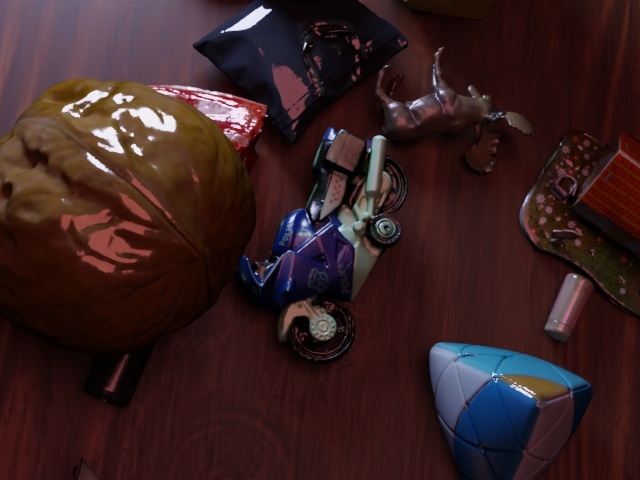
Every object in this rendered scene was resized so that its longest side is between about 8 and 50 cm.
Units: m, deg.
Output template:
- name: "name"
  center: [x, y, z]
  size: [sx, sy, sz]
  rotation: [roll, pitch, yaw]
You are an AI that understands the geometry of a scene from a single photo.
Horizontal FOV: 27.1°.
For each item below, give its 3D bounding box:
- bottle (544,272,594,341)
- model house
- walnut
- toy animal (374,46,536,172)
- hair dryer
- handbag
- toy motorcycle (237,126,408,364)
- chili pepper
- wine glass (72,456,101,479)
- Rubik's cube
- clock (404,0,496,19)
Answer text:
- name: "bottle"
  center: [0.364, 0.098, 1.952]
  size: [0.045, 0.045, 0.096]
  rotation: [28, 74, -4]
- name: "model house"
  center: [0.465, -0.033, 1.948]
  size: [0.294, 0.154, 0.207]
  rotation: [35, 71, -2]
- name: "walnut"
  center: [-0.268, -0.028, 1.675]
  size: [0.354, 0.398, 0.308]
  rotation: [-50, 133, -13]
- name: "toy animal"
  center: [0.195, -0.186, 1.972]
  size: [0.214, 0.094, 0.186]
  rotation: [-18, 76, -8]
- name: "hair dryer"
  center: [-0.355, 0.130, 1.799]
  size: [0.255, 0.070, 0.128]
  rotation: [18, 74, 1]
- name: "handbag"
  center: [-0.024, -0.285, 1.946]
  size: [0.254, 0.088, 0.211]
  rotation: [-41, 82, -19]
- name: "toy motorcycle"
  center: [0.000, 0.000, 1.868]
  size: [0.196, 0.125, 0.331]
  rotation: [23, 77, -6]
- name: "chili pepper"
  center: [-0.201, -0.162, 1.874]
  size: [0.253, 0.136, 0.144]
  rotation: [23, 104, 3]
- name: "wine glass"
  center: [-0.244, 0.360, 1.734]
  size: [0.183, 0.122, 0.122]
  rotation: [16, 74, -10]
- name: "Rubik's cube"
  center: [0.247, 0.207, 1.812]
  size: [0.254, 0.254, 0.254]
  rotation: [3, 76, -11]
- name: "clock"
  center: [0.220, -0.485, 1.927]
  size: [0.200, 0.317, 0.244]
  rotation: [7, 75, -16]
